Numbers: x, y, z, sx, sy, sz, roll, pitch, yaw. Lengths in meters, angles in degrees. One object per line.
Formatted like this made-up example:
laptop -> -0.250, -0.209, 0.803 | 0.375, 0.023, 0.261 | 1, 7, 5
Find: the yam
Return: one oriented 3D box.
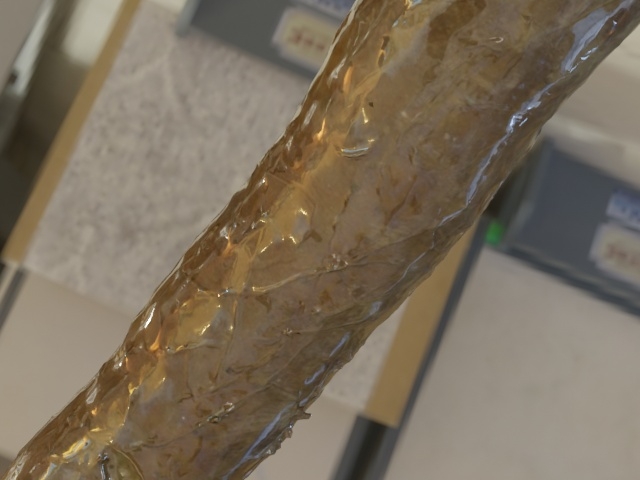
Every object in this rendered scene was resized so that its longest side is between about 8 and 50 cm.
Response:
yam -> 0.000, 0.000, 0.484 | 0.066, 0.066, 0.300 | 32, 112, -16
